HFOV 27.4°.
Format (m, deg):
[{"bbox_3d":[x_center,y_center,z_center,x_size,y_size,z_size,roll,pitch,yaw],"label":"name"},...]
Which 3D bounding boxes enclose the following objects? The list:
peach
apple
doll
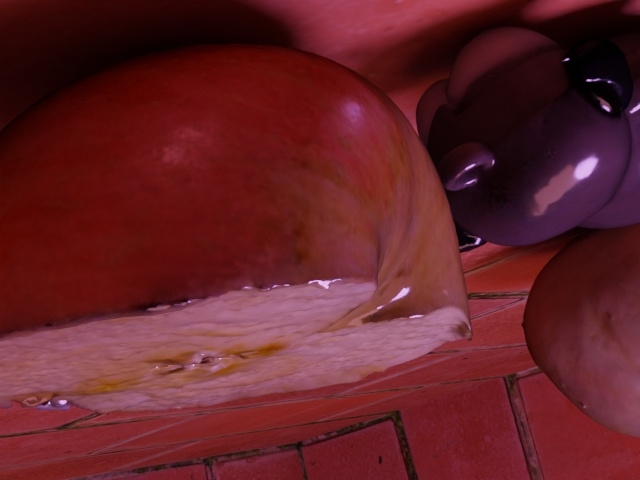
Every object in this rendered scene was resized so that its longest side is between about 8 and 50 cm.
[{"bbox_3d":[0.365,0.082,1.411,0.292,0.247,0.292,9,-176,-1],"label":"peach"},{"bbox_3d":[-0.067,-0.011,0.674,0.251,0.163,0.293,-14,163,21],"label":"apple"},{"bbox_3d":[0.158,-0.065,0.785,0.257,0.117,0.182,-8,150,-38],"label":"doll"}]
